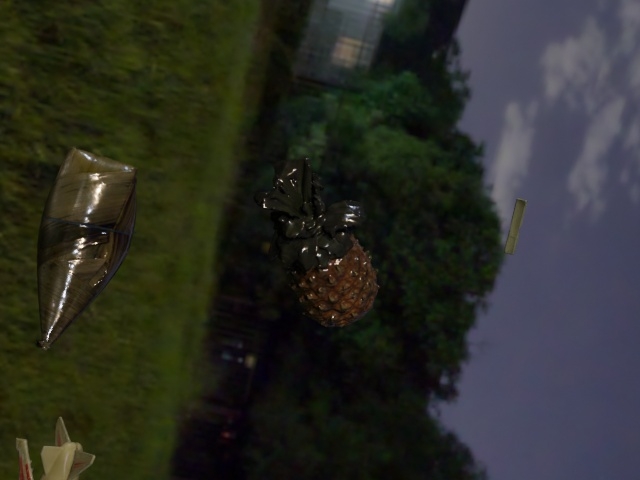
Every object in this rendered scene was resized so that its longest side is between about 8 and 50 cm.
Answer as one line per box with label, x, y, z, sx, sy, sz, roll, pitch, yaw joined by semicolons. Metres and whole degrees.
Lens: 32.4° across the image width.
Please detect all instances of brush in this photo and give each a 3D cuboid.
brush;0.275;-0.020;1.548;0.013;0.016;0.083;-25;130;-58

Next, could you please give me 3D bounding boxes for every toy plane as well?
toy plane;-0.391;0.390;1.564;0.242;0.104;0.256;32;-70;44

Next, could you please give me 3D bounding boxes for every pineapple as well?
pineapple;0.000;0.000;1.763;0.141;0.170;0.310;-99;168;-48

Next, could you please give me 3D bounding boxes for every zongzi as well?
zongzi;-0.293;0.028;1.346;0.221;0.112;0.242;131;-28;-75
